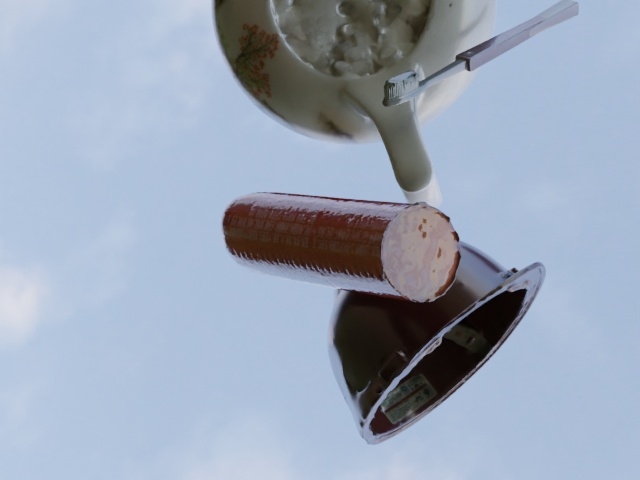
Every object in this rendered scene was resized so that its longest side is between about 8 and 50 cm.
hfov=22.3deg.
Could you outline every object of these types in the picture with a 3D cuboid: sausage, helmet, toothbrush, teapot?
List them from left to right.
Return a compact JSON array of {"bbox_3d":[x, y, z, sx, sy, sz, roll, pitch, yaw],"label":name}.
[{"bbox_3d":[0.000,0.000,0.590,0.129,0.034,0.034,7,-82,58],"label":"sausage"},{"bbox_3d":[0.028,-0.161,1.156,0.204,0.139,0.298,-25,-91,1],"label":"teapot"},{"bbox_3d":[0.035,0.025,0.627,0.057,0.089,0.111,51,-28,18],"label":"helmet"},{"bbox_3d":[0.109,-0.128,1.096,0.014,0.194,0.017,23,-52,41],"label":"toothbrush"}]
